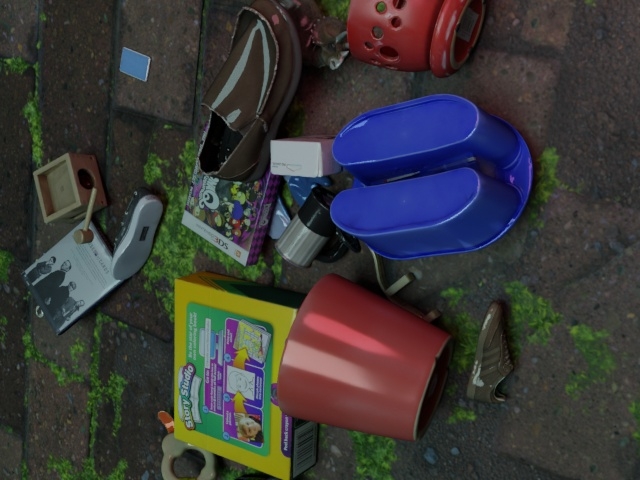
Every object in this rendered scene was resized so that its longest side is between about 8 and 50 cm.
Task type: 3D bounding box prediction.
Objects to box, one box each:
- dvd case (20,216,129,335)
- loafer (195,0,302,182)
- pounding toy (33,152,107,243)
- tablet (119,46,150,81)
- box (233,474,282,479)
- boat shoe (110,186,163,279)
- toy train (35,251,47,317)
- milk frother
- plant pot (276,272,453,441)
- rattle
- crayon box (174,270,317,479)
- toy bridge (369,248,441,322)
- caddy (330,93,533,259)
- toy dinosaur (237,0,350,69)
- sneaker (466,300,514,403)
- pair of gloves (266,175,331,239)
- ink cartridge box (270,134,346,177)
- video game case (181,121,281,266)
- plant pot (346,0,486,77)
[{"bbox_3d":[-0.581,0.084,1.950,0.238,0.029,0.179,-37,78,15],"label":"dvd case"},{"bbox_3d":[-0.134,-0.248,1.458,0.134,0.130,0.366,37,129,30],"label":"loafer"},{"bbox_3d":[-0.540,-0.089,1.880,0.181,0.094,0.206,-22,79,30],"label":"pounding toy"},{"bbox_3d":[-0.402,-0.382,1.790,0.083,0.006,0.054,26,113,28],"label":"tablet"},{"bbox_3d":[-0.105,0.588,1.735,0.190,0.045,0.184,-23,88,55],"label":"box"},{"bbox_3d":[-0.421,-0.018,1.839,0.076,0.080,0.228,48,126,36],"label":"boat shoe"},{"bbox_3d":[-0.650,0.116,2.033,0.125,0.046,0.166,18,106,31],"label":"toy train"},{"bbox_3d":[0.000,0.000,1.508,0.129,0.143,0.135,31,114,-9],"label":"milk frother"},{"bbox_3d":[0.090,0.220,1.456,0.243,0.275,0.275,17,109,19],"label":"plant pot"},{"bbox_3d":[-0.302,0.494,1.889,0.130,0.143,0.200,-41,57,0],"label":"rattle"},{"bbox_3d":[-0.156,0.270,1.702,0.313,0.106,0.363,11,105,32],"label":"crayon box"},{"bbox_3d":[0.145,0.083,1.514,0.063,0.026,0.188,-42,76,35],"label":"toy bridge"},{"bbox_3d":[0.176,-0.097,1.370,0.341,0.179,0.241,-8,73,35],"label":"caddy"},{"bbox_3d":[-0.051,-0.392,1.512,0.160,0.121,0.313,-47,69,18],"label":"toy dinosaur"},{"bbox_3d":[0.303,0.194,1.421,0.071,0.066,0.188,14,113,13],"label":"sneaker"},{"bbox_3d":[-0.056,-0.074,1.617,0.198,0.023,0.159,-44,77,32],"label":"pair of gloves"},{"bbox_3d":[-0.005,-0.155,1.488,0.109,0.150,0.063,6,103,32],"label":"ink cartridge box"},{"bbox_3d":[-0.180,-0.096,1.665,0.210,0.041,0.232,32,115,33],"label":"video game case"},{"bbox_3d":[0.158,-0.357,1.321,0.174,0.191,0.191,25,112,21],"label":"plant pot"}]
